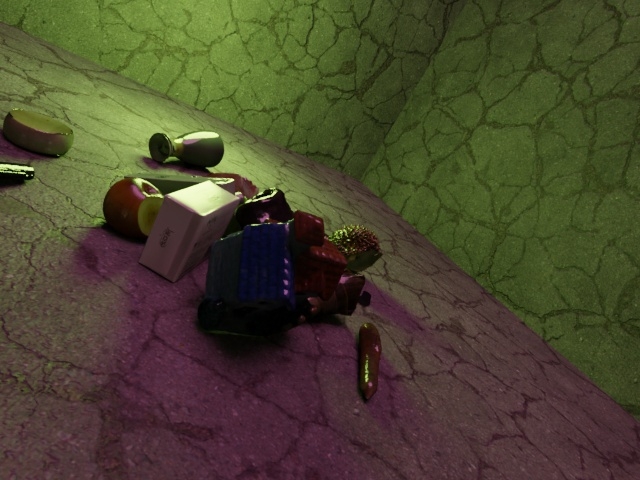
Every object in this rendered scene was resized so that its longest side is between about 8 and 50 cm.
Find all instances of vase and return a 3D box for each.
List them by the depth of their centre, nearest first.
[{"bbox_3d":[-0.580,-0.402,1.937,0.173,0.173,0.321,36,22,16],"label":"vase"}]

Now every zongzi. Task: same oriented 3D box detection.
[{"bbox_3d":[-0.065,0.127,1.383,0.318,0.154,0.289,-7,28,-40],"label":"zongzi"}]

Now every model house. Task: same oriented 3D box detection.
[{"bbox_3d":[-0.069,0.076,1.035,0.295,0.329,0.251,20,59,-37],"label":"model house"}]

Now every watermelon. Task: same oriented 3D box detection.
[{"bbox_3d":[-0.365,-0.174,1.770,0.231,0.128,0.146,1,62,-1],"label":"watermelon"}]

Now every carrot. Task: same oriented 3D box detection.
[{"bbox_3d":[0.140,0.330,1.252,0.070,0.070,0.342,29,19,-5],"label":"carrot"}]

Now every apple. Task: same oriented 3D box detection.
[{"bbox_3d":[-0.502,-0.090,1.213,0.163,0.147,0.146,34,18,5],"label":"apple"}]

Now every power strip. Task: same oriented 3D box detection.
[{"bbox_3d":[-0.459,-0.174,1.418,0.386,0.062,0.091,6,18,16],"label":"power strip"}]

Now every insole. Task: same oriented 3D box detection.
[{"bbox_3d":[0.169,0.221,1.697,0.053,0.002,0.153,32,18,4],"label":"insole"}]

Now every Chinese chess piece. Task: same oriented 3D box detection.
[{"bbox_3d":[-0.880,-0.337,1.396,0.189,0.083,0.188,24,18,-9],"label":"Chinese chess piece"}]

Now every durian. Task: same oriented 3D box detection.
[{"bbox_3d":[0.133,0.028,1.832,0.237,0.200,0.176,5,66,-32],"label":"durian"}]

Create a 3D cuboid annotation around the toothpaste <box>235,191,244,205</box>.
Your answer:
[{"bbox_3d":[-0.378,-0.103,1.418,0.283,0.068,0.099,-19,0,-28],"label":"toothpaste"}]

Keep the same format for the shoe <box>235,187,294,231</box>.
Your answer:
[{"bbox_3d":[-0.161,-0.020,1.384,0.237,0.171,0.383,54,21,-24],"label":"shoe"}]

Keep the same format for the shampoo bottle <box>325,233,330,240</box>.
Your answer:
[{"bbox_3d":[0.001,-0.002,1.930,0.237,0.067,0.068,26,27,-15],"label":"shampoo bottle"}]

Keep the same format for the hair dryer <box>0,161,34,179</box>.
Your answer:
[{"bbox_3d":[-0.837,-0.189,1.051,0.244,0.116,0.302,31,6,2],"label":"hair dryer"}]

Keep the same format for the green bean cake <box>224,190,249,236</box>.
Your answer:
[{"bbox_3d":[-0.304,-0.091,1.598,0.214,0.113,0.200,40,19,25],"label":"green bean cake"}]

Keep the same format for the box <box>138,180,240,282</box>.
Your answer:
[{"bbox_3d":[-0.349,-0.035,1.220,0.116,0.203,0.274,30,18,0],"label":"box"}]
